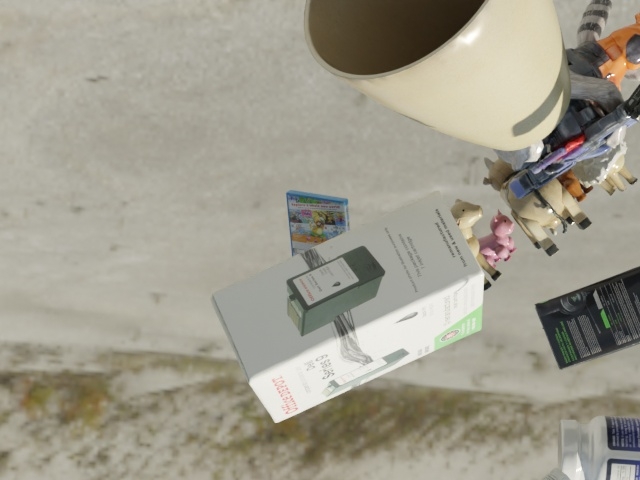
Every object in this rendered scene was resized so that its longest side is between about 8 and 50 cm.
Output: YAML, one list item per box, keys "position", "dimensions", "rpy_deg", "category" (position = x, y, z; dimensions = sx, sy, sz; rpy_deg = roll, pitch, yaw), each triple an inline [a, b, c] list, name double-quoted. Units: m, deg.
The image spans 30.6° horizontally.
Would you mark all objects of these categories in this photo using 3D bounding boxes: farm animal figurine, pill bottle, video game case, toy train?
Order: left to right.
- position: [0.000, 0.000, 1.996]
  dimensions: [0.119, 0.166, 0.015]
  rpy_deg: [10, -152, 32]
  category: "video game case"
- position: [0.323, -0.060, 1.969]
  dimensions: [0.172, 0.330, 0.327]
  rpy_deg: [50, 166, -6]
  category: "farm animal figurine"
- position: [0.603, 0.422, 2.296]
  dimensions: [0.264, 0.153, 0.153]
  rpy_deg: [3, 174, 7]
  category: "pill bottle"
- position: [0.418, -0.210, 1.396]
  dimensions: [0.036, 0.158, 0.027]
  rpy_deg: [41, -175, 42]
  category: "toy train"

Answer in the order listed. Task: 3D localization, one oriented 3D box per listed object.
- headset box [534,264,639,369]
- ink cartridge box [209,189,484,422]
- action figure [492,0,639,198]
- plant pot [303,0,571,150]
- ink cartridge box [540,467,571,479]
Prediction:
- position: [0.551, 0.129, 2.157]
  dimensions: [0.283, 0.131, 0.246]
  rpy_deg: [-23, 172, 21]
  category: "headset box"
- position: [0.037, 0.086, 1.379]
  dimensions: [0.289, 0.122, 0.211]
  rpy_deg: [-25, 157, -3]
  category: "ink cartridge box"
- position: [0.334, -0.197, 1.600]
  dimensions: [0.330, 0.178, 0.341]
  rpy_deg: [-40, 179, -29]
  category: "action figure"
- position: [0.163, -0.218, 1.304]
  dimensions: [0.256, 0.257, 0.274]
  rpy_deg: [1, 155, 40]
  category: "plant pot"
- position: [0.327, 0.484, 1.694]
  dimensions: [0.224, 0.223, 0.045]
  rpy_deg: [52, 173, -13]
  category: "ink cartridge box"
